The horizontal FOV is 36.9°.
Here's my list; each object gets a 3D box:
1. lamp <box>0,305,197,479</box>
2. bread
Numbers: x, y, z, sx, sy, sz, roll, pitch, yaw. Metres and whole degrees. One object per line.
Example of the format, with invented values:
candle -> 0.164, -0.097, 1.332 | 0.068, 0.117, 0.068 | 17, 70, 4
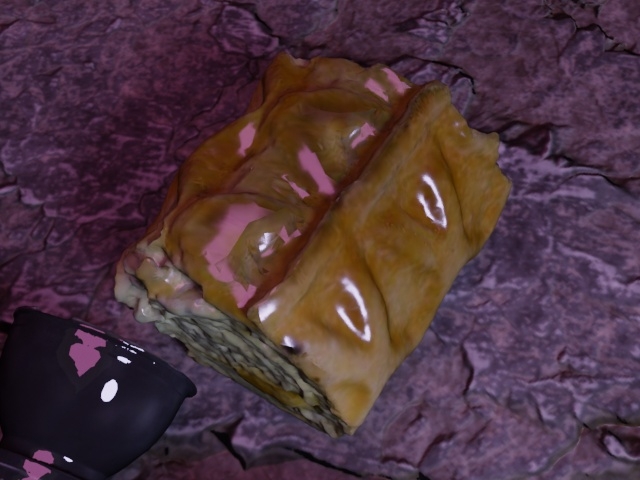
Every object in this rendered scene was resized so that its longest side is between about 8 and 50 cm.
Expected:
lamp -> -0.207, 0.178, 0.682 | 0.172, 0.147, 0.227 | 14, 67, 24
bread -> -0.004, -0.004, 0.742 | 0.239, 0.196, 0.252 | 22, 64, 15
